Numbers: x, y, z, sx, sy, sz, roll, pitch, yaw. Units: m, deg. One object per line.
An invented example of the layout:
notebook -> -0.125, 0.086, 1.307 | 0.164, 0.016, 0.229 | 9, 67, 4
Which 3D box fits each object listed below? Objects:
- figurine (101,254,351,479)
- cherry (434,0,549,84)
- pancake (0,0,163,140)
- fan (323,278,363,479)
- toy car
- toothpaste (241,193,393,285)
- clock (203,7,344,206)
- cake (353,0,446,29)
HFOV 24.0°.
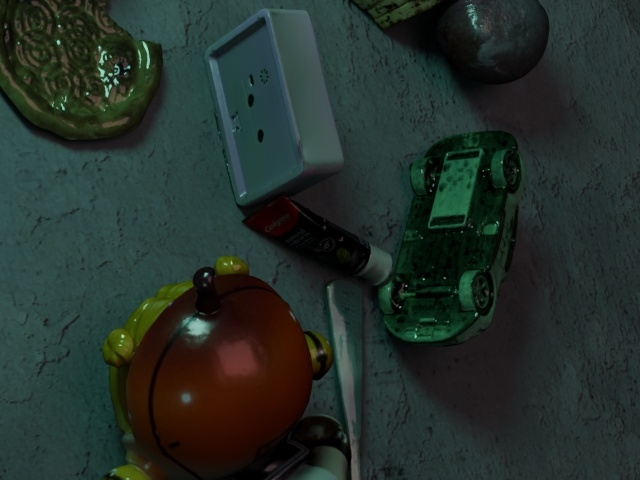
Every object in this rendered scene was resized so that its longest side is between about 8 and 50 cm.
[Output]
figurine -> -0.095, 0.172, 1.563 | 0.320, 0.196, 0.323 | -37, 109, -34
cherry -> 0.224, -0.284, 2.005 | 0.176, 0.140, 0.176 | 8, 79, -44
pancake -> -0.277, -0.217, 1.664 | 0.235, 0.029, 0.212 | 51, 52, -11
fan -> 0.030, 0.181, 1.774 | 0.057, 0.023, 0.282 | 14, 65, -36
toy car -> 0.177, 0.008, 1.880 | 0.125, 0.136, 0.306 | 44, 51, -45
toothpaste -> 0.000, 0.000, 1.790 | 0.193, 0.071, 0.045 | 28, 45, -35
clock -> -0.056, -0.151, 1.735 | 0.063, 0.150, 0.197 | -6, 79, -36
cake -> 0.096, -0.391, 2.009 | 0.112, 0.135, 0.246 | 46, 22, -31
